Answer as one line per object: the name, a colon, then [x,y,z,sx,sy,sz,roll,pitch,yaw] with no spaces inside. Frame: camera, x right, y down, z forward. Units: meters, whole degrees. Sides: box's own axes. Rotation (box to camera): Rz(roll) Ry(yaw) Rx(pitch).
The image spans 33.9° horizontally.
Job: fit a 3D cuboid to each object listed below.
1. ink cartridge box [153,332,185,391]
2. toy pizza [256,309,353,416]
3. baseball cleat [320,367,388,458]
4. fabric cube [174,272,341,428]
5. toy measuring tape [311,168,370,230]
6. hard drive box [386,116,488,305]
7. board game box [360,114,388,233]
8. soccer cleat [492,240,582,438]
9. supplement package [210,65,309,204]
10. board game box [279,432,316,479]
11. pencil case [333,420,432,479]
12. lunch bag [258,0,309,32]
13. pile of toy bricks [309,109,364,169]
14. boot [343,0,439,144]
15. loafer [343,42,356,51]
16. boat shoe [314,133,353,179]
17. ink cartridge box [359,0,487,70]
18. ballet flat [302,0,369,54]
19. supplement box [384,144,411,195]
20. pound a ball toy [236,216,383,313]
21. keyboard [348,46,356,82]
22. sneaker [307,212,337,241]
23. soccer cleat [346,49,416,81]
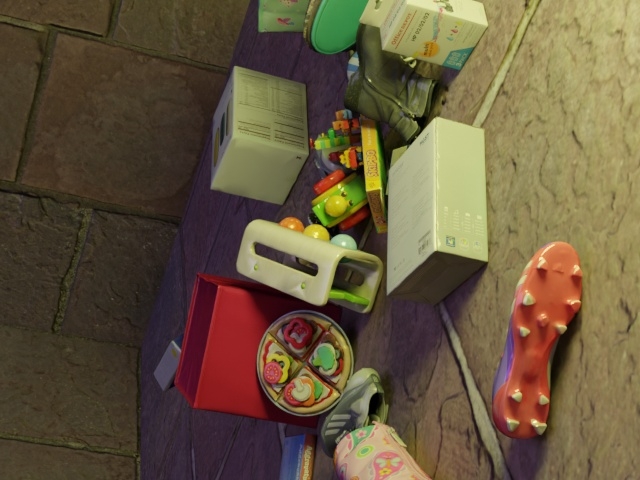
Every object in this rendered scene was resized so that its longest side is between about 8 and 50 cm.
ink cartridge box: [-0.230,0.211,2.465,0.072,0.304,0.307,53,147,13]
toy pizza: [-0.034,0.232,1.983,0.032,0.201,0.201,12,-90,-66]
baseball cleat: [0.056,0.318,1.801,0.109,0.072,0.205,-114,35,-52]
fabric cube: [-0.136,0.221,2.166,0.259,0.258,0.254,-163,84,-73]
toy measuring tape: [0.046,-0.085,2.096,0.330,0.122,0.121,-68,-8,-84]
hard drive box: [0.177,-0.043,1.621,0.181,0.089,0.232,131,146,-58]
board game box: [0.102,-0.133,1.927,0.124,0.039,0.259,71,-170,-50]
soccer cleat: [0.255,0.120,1.281,0.095,0.083,0.247,-155,75,-77]
supplement package: [-0.157,-0.266,2.664,0.199,0.198,0.262,120,155,-45]
board game box: [-0.058,0.531,2.096,0.145,0.027,0.281,144,135,-68]
pencil case: [0.107,0.361,1.524,0.284,0.124,0.124,-138,62,-72]
lunch bag: [-0.035,-0.604,2.430,0.160,0.224,0.262,96,176,-47]
pile of toy bricks: [0.033,-0.191,2.013,0.212,0.105,0.118,-65,-34,-77]
boot: [0.141,-0.300,1.819,0.083,0.161,0.246,-37,-33,-46]
loafer: [0.090,-0.518,2.122,0.302,0.095,0.109,-51,36,33]
boat shoe: [0.031,-0.162,2.216,0.227,0.079,0.081,-109,25,-68]
ink cartridge box: [0.165,-0.353,1.708,0.104,0.181,0.061,119,156,-46]
ballet flat: [0.114,-0.568,1.949,0.483,0.164,0.182,-50,45,32]
supplement box: [0.155,-0.114,1.795,0.083,0.056,0.083,174,106,-73]
pound a ball toy: [-0.006,0.037,2.011,0.319,0.208,0.135,20,95,49]
keyboard: [0.110,-0.466,2.231,0.201,0.033,0.317,135,143,-63]
sneaker: [0.000,0.000,2.213,0.162,0.064,0.073,-103,26,-54]
soccer cleat: [0.146,-0.348,1.931,0.331,0.116,0.143,131,131,-62]
